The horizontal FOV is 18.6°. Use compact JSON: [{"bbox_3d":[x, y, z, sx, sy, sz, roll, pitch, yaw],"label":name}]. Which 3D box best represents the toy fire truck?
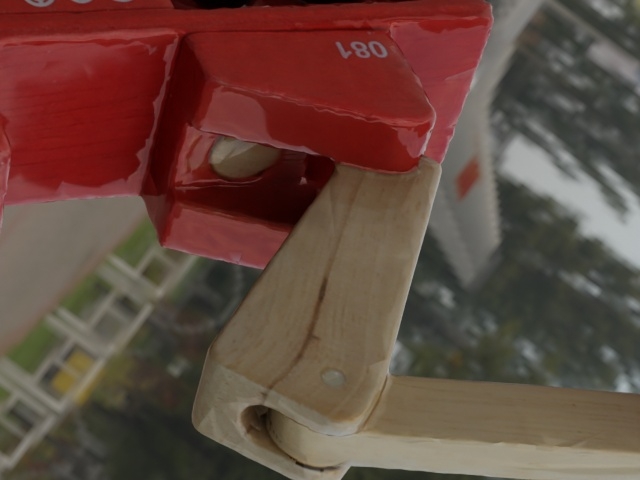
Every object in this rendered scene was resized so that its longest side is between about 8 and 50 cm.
[{"bbox_3d":[0.000,0.000,0.352,0.047,0.192,0.135,107,-32,-42],"label":"toy fire truck"}]
